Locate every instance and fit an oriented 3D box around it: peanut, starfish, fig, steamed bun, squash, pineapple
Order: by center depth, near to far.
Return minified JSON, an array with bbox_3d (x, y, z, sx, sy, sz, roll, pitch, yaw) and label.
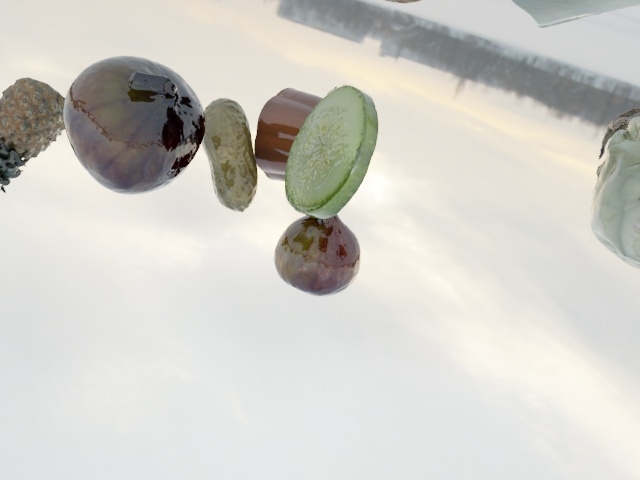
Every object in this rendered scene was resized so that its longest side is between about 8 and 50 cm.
[{"bbox_3d":[0.015,-0.140,1.343,0.041,0.219,0.219,20,-166,-27],"label":"squash"},{"bbox_3d":[0.568,-0.084,1.391,0.319,0.275,0.206,-8,-162,-14],"label":"steamed bun"},{"bbox_3d":[-0.297,-0.191,1.396,0.214,0.235,0.235,-11,-174,20],"label":"fig"},{"bbox_3d":[-0.174,-0.162,1.616,0.095,0.226,0.108,-13,172,16],"label":"peanut"},{"bbox_3d":[0.564,-0.210,1.627,0.041,0.130,0.133,46,178,24],"label":"starfish"},{"bbox_3d":[0.005,0.005,1.685,0.175,0.207,0.175,16,-150,-9],"label":"fig"},{"bbox_3d":[-0.703,-0.198,1.895,0.169,0.341,0.169,27,161,10],"label":"pineapple"}]

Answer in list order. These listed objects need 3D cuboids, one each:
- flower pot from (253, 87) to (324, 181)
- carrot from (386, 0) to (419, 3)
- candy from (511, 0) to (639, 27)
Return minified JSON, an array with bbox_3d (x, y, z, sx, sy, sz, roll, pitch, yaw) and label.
[{"bbox_3d":[-0.010,-0.191,1.672,0.173,0.191,0.190,19,-166,31],"label":"flower pot"},{"bbox_3d":[0.119,-0.504,1.377,0.195,0.196,0.254,21,-174,10],"label":"carrot"},{"bbox_3d":[0.572,-0.581,1.734,0.358,0.208,0.145,-2,164,44],"label":"candy"}]
